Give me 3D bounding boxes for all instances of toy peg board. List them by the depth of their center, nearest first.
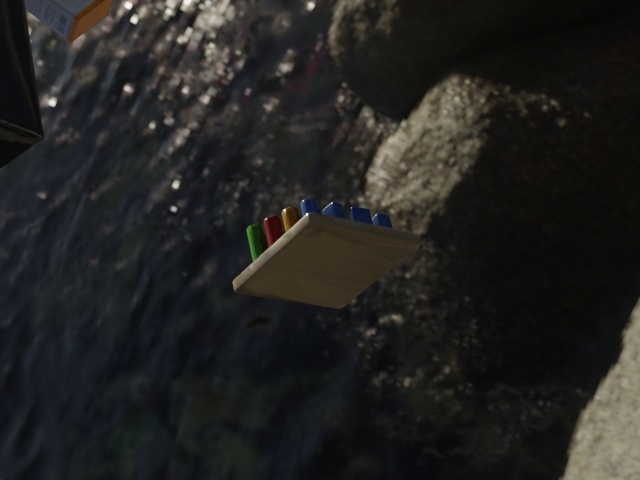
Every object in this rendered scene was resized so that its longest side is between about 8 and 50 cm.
[{"bbox_3d":[0.000,0.000,1.410,0.160,0.161,0.079,-42,51,40],"label":"toy peg board"}]

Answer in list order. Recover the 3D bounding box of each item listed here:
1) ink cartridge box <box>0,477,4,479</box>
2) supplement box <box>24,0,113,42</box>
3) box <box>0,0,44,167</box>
[{"bbox_3d":[-0.257,0.131,0.500,0.255,0.097,0.189,22,80,41],"label":"ink cartridge box"},{"bbox_3d":[-0.259,-0.245,1.177,0.062,0.098,0.036,-50,-5,-41],"label":"supplement box"},{"bbox_3d":[-0.272,-0.106,0.782,0.158,0.093,0.156,-29,61,29],"label":"box"}]
